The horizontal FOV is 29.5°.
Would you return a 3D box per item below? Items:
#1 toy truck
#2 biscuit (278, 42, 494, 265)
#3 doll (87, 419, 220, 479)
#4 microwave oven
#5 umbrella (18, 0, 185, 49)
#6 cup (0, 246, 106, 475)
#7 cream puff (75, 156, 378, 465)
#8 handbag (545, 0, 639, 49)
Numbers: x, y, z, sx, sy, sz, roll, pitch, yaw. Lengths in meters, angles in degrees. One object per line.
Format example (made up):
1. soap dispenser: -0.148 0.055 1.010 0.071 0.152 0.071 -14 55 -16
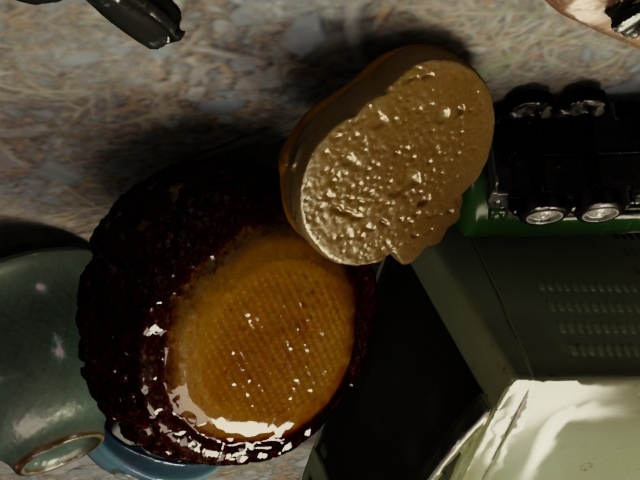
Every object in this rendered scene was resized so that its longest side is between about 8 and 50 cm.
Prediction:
1. toy truck: 0.220 -0.051 0.940 0.242 0.101 0.125 -2 159 -4
2. biscuit: 0.048 -0.058 0.864 0.170 0.050 0.170 -19 131 -23
3. doll: -0.150 0.170 1.254 0.177 0.141 0.314 21 140 -24
4. microwave oven: 0.184 0.166 1.106 0.332 0.247 0.394 1 132 -20
5. umbrella: -0.160 -0.178 0.591 0.118 0.118 0.340 -17 159 19
6. cup: -0.249 0.118 1.040 0.199 0.150 0.199 -24 161 -8
7. cream puff: -0.079 0.052 0.934 0.239 0.239 0.165 13 -175 -36
8. handbag: 0.181 -0.164 0.631 0.193 0.151 0.072 16 148 -37
